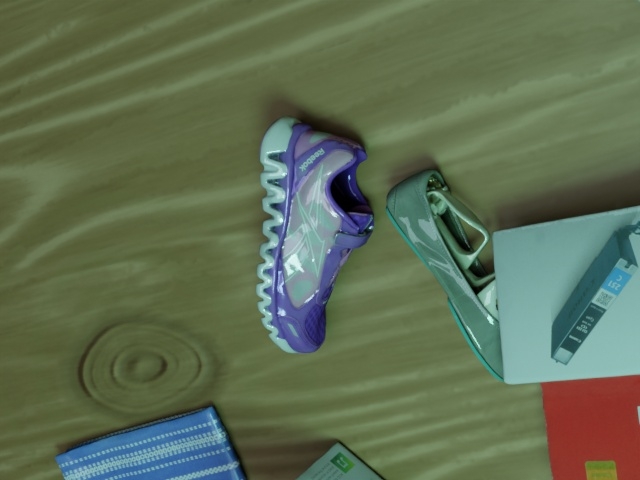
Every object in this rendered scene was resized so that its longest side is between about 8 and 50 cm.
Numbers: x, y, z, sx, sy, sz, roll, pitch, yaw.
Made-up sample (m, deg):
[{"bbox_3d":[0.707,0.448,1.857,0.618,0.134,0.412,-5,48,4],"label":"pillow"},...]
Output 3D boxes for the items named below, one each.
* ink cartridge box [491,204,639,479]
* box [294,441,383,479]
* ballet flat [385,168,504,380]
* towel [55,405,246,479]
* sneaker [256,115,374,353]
[{"bbox_3d":[0.289,0.100,0.976,0.296,0.066,0.261,-12,80,41],"label":"ink cartridge box"},{"bbox_3d":[0.071,0.354,1.129,0.322,0.232,0.058,38,122,16],"label":"box"},{"bbox_3d":[0.138,0.029,1.103,0.068,0.072,0.213,-35,85,26],"label":"ballet flat"},{"bbox_3d":[-0.157,0.371,1.368,0.243,0.040,0.336,-19,93,30],"label":"towel"},{"bbox_3d":[0.000,0.000,1.161,0.104,0.095,0.236,6,105,19],"label":"sneaker"}]
